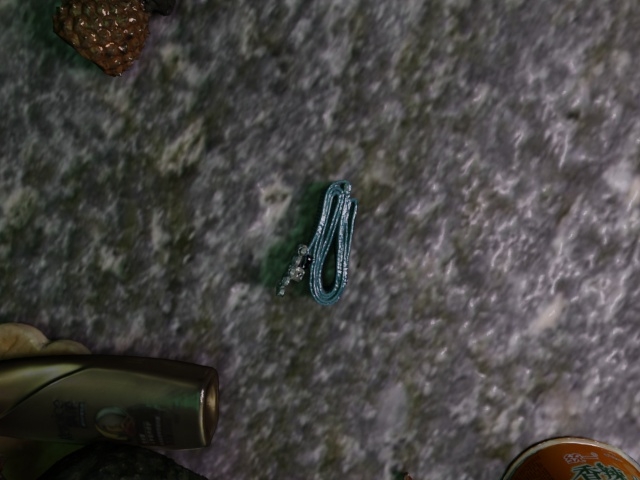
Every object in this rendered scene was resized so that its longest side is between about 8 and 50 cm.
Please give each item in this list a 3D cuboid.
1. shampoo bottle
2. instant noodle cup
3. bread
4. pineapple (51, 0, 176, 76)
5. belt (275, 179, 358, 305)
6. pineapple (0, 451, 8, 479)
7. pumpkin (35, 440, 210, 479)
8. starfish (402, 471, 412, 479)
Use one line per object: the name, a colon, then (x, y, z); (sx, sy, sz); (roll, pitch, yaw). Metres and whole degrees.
shampoo bottle: (-0.321, 0.220, 0.590); (0.349, 0.084, 0.126); (3, 103, 2)
instant noodle cup: (0.370, 0.404, 0.547); (0.230, 0.182, 0.231); (0, 92, 5)
bread: (-0.462, 0.278, 0.665); (0.315, 0.054, 0.316); (0, 94, 4)
pineapple: (-0.235, -0.358, 0.586); (0.130, 0.119, 0.277); (40, 93, 20)
belt: (0.000, -0.001, 0.615); (0.099, 0.065, 0.179); (11, 92, -5)
pineapple: (-0.457, 0.331, 0.535); (0.174, 0.175, 0.361); (-11, 127, 5)
pumpkin: (-0.247, 0.413, 0.531); (0.291, 0.258, 0.328); (15, 134, 0)
starfish: (0.109, 0.442, 0.590); (0.238, 0.057, 0.213); (40, 54, -21)
